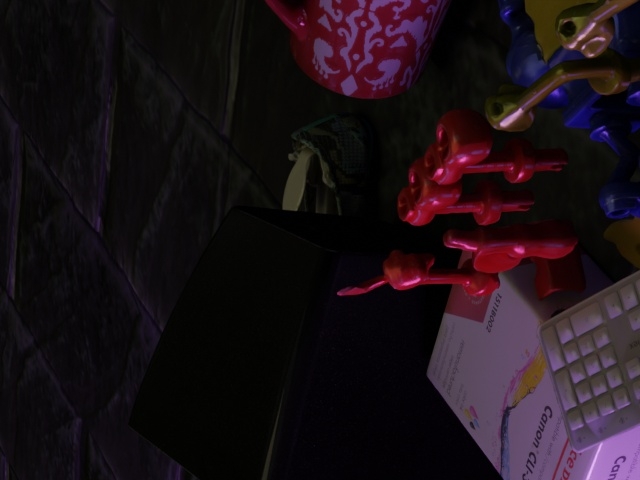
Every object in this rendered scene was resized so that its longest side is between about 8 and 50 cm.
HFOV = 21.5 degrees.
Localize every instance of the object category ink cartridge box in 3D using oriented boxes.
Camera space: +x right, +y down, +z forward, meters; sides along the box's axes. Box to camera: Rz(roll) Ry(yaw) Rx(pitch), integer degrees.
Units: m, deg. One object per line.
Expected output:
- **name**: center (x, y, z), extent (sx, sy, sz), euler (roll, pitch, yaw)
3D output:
- **ink cartridge box**: center (0.145, 0.093, 0.958), extent (0.198, 0.067, 0.115), euler (53, 141, 43)

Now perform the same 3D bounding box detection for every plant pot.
- **plant pot**: center (0.008, 0.074, 1.106), extent (0.188, 0.187, 0.167), euler (26, 108, 55)

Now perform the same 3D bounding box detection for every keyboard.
- **keyboard**: center (0.202, 0.027, 0.805), extent (0.256, 0.014, 0.072), euler (-34, 69, 43)

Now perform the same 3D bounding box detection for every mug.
- **mug**: center (0.022, -0.183, 1.039), extent (0.169, 0.150, 0.113), euler (105, 179, -47)

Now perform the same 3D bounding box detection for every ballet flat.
- **ballet flat**: center (0.000, 0.000, 1.218), extent (0.070, 0.070, 0.188), euler (29, 124, 58)

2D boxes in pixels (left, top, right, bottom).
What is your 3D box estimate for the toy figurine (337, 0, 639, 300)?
- **toy figurine**: center (0.123, -0.129, 0.799), extent (0.362, 0.191, 0.217), euler (125, 139, -63)
